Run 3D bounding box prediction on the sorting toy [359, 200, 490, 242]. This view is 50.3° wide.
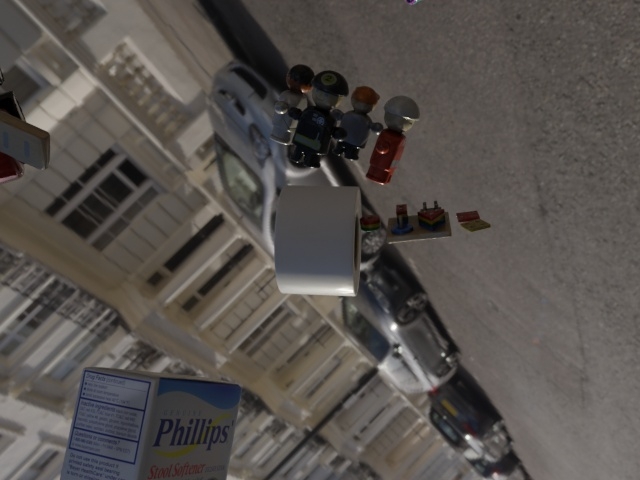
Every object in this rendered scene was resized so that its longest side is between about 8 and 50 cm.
[{"bbox_3d":[0.215,-0.045,1.441,0.132,0.274,0.046,-69,-28,-68],"label":"sorting toy"}]

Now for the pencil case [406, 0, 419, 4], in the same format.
[{"bbox_3d":[0.181,-0.366,0.947,0.070,0.151,0.064,-33,74,60],"label":"pencil case"}]

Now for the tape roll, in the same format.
[{"bbox_3d":[0.000,0.000,1.514,0.169,0.246,0.246,1,168,7],"label":"tape roll"}]

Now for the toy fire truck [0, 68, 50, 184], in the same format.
[{"bbox_3d":[-0.386,-0.130,0.764,0.217,0.158,0.246,88,158,-52],"label":"toy fire truck"}]

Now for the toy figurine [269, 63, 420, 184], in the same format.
[{"bbox_3d":[0.034,-0.202,1.123,0.213,0.148,0.209,10,-161,-24],"label":"toy figurine"}]

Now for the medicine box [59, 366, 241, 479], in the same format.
[{"bbox_3d":[-0.275,0.365,1.119,0.149,0.289,0.263,4,169,24],"label":"medicine box"}]
